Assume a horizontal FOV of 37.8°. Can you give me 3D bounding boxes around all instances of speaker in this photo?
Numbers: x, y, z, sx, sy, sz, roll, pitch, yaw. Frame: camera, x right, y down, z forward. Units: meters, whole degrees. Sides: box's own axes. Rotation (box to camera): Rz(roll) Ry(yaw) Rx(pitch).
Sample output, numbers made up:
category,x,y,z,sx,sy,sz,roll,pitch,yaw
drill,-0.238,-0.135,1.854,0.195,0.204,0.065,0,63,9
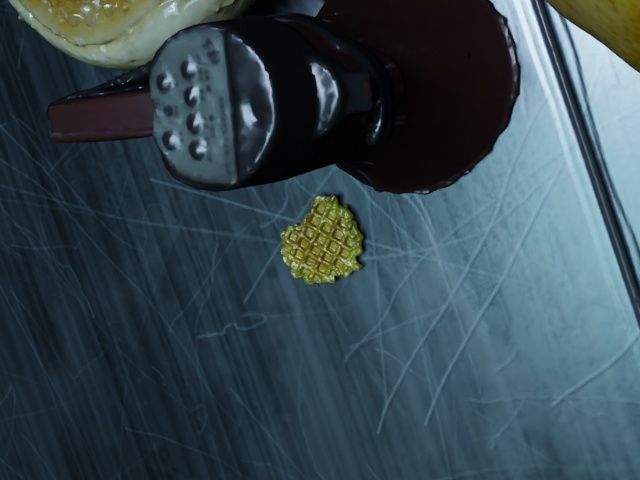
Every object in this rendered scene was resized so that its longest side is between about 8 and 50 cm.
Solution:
category,x,y,z,sx,sy,sz,roll,pitch,yaw
speaker,-0.033,-0.125,0.675,0.259,0.329,0.198,28,113,25

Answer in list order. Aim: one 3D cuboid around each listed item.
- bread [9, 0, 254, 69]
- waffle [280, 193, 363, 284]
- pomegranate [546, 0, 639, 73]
category,x,y,z,sx,sy,sz,roll,pitch,yaw
bread,-0.147,-0.292,0.773,0.306,0.159,0.305,6,103,28
waffle,0.000,0.002,0.850,0.085,0.016,0.078,-30,87,29
pomegranate,0.268,-0.228,0.456,0.417,0.417,0.416,6,104,25
